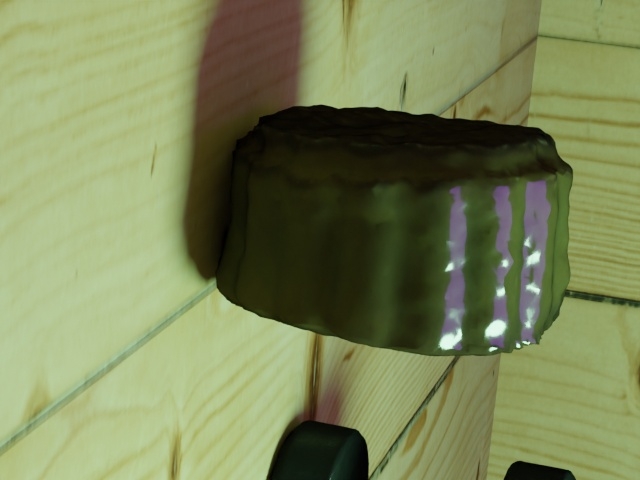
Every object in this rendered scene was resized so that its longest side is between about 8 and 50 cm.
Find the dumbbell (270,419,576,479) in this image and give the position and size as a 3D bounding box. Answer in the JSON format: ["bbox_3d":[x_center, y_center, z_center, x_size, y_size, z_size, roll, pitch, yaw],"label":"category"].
[{"bbox_3d":[0.111,0.323,1.904,0.204,0.322,0.203,9,90,-75],"label":"dumbbell"}]

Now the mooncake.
[{"bbox_3d":[0.070,-0.020,1.560,0.324,0.324,0.187,-28,124,-72],"label":"mooncake"}]
